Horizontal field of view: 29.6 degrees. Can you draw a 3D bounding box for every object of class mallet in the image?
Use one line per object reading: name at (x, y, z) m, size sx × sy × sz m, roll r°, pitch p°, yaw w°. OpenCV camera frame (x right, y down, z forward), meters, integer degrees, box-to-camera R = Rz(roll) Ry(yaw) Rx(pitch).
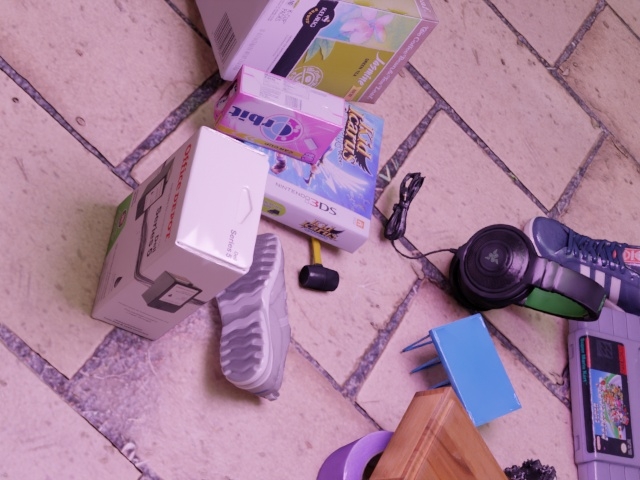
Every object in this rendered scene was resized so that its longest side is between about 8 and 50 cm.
mallet at (0.000, 0.000, 2.005) m, size 0.062 × 0.039 × 0.189 m, roll 20°, pitch 52°, yaw -25°

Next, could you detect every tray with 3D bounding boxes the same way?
tray at (0.233, 0.443, 1.824) m, size 0.411 × 0.076 × 0.203 m, roll 57°, pitch 41°, yaw -20°

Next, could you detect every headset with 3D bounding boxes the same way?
headset at (0.303, 0.024, 2.078) m, size 0.394 × 0.243 × 0.185 m, roll 19°, pitch 80°, yaw 1°

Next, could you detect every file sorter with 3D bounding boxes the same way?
file sorter at (0.227, 0.227, 2.002) m, size 0.118 × 0.104 × 0.170 m, roll -13°, pitch 75°, yaw -40°

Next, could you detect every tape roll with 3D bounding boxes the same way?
tape roll at (0.090, 0.389, 1.832) m, size 0.189 × 0.080 × 0.189 m, roll 18°, pitch 56°, yaw -29°

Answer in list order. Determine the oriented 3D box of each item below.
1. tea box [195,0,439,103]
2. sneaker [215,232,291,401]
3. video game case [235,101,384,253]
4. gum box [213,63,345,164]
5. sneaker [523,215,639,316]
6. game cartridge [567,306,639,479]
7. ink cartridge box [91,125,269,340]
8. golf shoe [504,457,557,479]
tea box at (-0.027, -0.436, 2.049) m, size 0.323 × 0.220 × 0.329 m, roll 5°, pitch 51°, yaw -34°
sneaker at (-0.097, 0.117, 1.850) m, size 0.115 × 0.105 × 0.281 m, roll 55°, pitch 31°, yaw -47°
video game case at (-0.021, -0.140, 2.020) m, size 0.244 × 0.061 × 0.269 m, roll 24°, pitch 51°, yaw -19°
gum box at (-0.069, -0.200, 1.915) m, size 0.188 × 0.107 × 0.062 m, roll 18°, pitch 52°, yaw -19°
sneaker at (0.551, 0.040, 2.310) m, size 0.350 × 0.148 × 0.131 m, roll 30°, pitch 52°, yaw -20°
game cartridge at (0.556, 0.301, 2.218) m, size 0.230 × 0.068 × 0.355 m, roll 17°, pitch 63°, yaw -34°
ink cartridge box at (-0.199, -0.005, 1.698) m, size 0.115 × 0.273 × 0.198 m, roll 24°, pitch 54°, yaw -24°
golf shoe at (0.350, 0.411, 1.956) m, size 0.077 × 0.198 × 0.094 m, roll -16°, pitch 86°, yaw 5°
